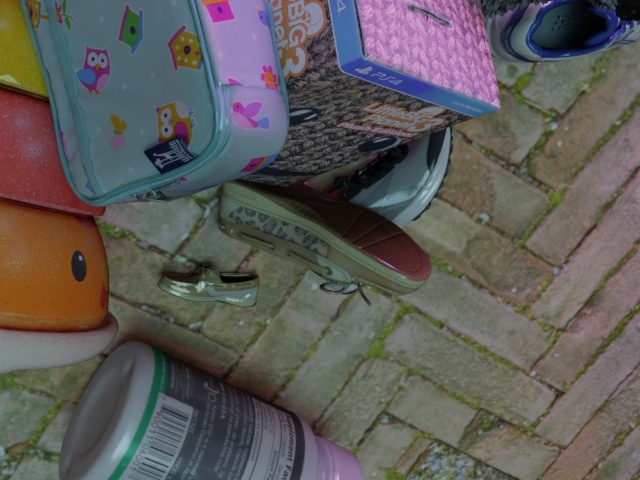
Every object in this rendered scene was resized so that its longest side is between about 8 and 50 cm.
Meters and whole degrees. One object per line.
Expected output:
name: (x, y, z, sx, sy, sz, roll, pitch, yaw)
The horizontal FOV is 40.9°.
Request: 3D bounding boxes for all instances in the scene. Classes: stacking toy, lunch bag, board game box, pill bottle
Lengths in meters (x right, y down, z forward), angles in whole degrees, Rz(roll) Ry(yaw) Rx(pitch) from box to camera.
stacking toy: (-0.329, -0.135, 0.858, 0.350, 0.350, 0.480, 14, 93, -21)
lunch bag: (-0.153, -0.166, 0.742, 0.107, 0.224, 0.279, -8, 85, -55)
board game box: (-0.011, -0.170, 0.860, 0.232, 0.291, 0.141, 5, 73, -50)
pill bottle: (-0.133, 0.291, 1.119, 0.361, 0.204, 0.204, 31, 101, -25)

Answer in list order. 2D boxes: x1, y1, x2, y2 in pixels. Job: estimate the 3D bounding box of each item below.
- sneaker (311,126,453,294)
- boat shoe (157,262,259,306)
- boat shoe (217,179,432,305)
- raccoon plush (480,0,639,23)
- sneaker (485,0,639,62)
sneaker: (0.070, -0.059, 1.090, 0.108, 0.100, 0.272, 32, 101, -20)
boat shoe: (-0.142, 0.053, 1.104, 0.135, 0.050, 0.045, 9, 107, -30)
boat shoe: (0.000, 0.000, 1.028, 0.104, 0.285, 0.089, -23, 135, -54)
raccoon plush: (0.237, -0.363, 0.838, 0.446, 0.299, 0.216, 1, 86, 6)
sneaker: (0.349, -0.272, 1.060, 0.296, 0.131, 0.112, -19, 115, -9)
